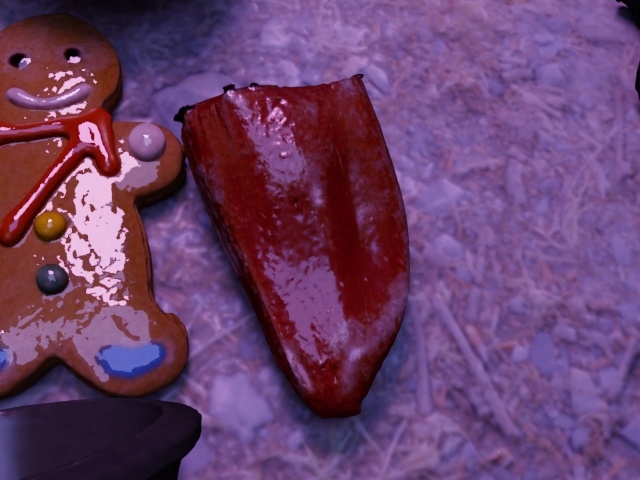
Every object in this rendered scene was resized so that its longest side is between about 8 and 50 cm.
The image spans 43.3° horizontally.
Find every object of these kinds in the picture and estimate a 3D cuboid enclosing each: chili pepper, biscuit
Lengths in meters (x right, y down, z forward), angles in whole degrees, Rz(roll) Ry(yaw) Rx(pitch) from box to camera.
[{"bbox_3d":[0.000,0.000,0.591,0.144,0.136,0.253,-4,72,-56],"label":"chili pepper"},{"bbox_3d":[-0.205,-0.040,0.609,0.205,0.049,0.324,-2,66,-6],"label":"biscuit"}]

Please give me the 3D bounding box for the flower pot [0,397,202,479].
[{"bbox_3d":[-0.184,0.189,0.427,0.268,0.269,0.166,-10,89,-10],"label":"flower pot"}]

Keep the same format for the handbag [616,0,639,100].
[{"bbox_3d":[0.364,-0.194,0.662,0.181,0.181,0.255,1,65,-8],"label":"handbag"}]
